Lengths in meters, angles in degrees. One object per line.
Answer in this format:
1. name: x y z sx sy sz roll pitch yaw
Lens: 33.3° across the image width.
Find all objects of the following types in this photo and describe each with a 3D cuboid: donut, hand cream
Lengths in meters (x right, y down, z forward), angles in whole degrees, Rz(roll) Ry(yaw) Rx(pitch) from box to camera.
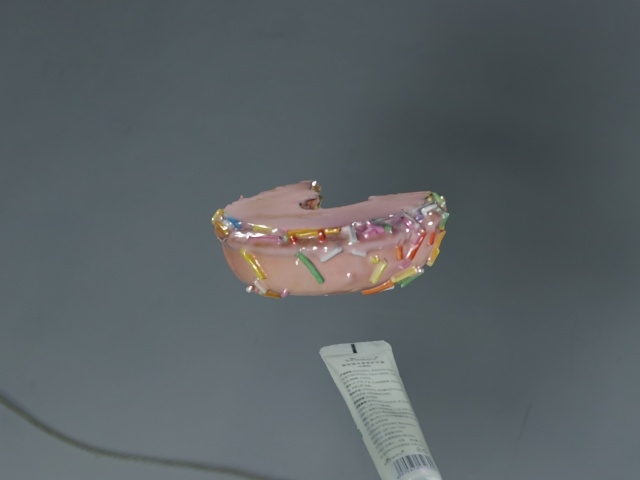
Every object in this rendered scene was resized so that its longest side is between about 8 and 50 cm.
1. donut: 0.000 0.000 1.054 0.233 0.085 0.199 8 20 41
2. hand cream: 0.065 0.180 1.056 0.080 0.050 0.234 -3 37 -16
